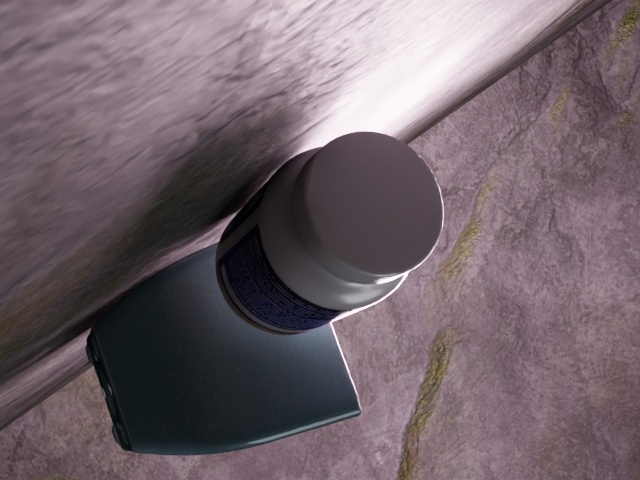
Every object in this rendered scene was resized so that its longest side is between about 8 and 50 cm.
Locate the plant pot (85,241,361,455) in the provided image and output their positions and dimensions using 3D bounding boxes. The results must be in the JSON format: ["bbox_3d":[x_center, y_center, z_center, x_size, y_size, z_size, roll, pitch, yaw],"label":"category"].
[{"bbox_3d":[-0.140,0.142,0.972,0.252,0.248,0.247,-18,174,-23],"label":"plant pot"}]

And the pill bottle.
[{"bbox_3d":[0.000,0.000,0.763,0.153,0.153,0.264,-35,180,-24],"label":"pill bottle"}]
